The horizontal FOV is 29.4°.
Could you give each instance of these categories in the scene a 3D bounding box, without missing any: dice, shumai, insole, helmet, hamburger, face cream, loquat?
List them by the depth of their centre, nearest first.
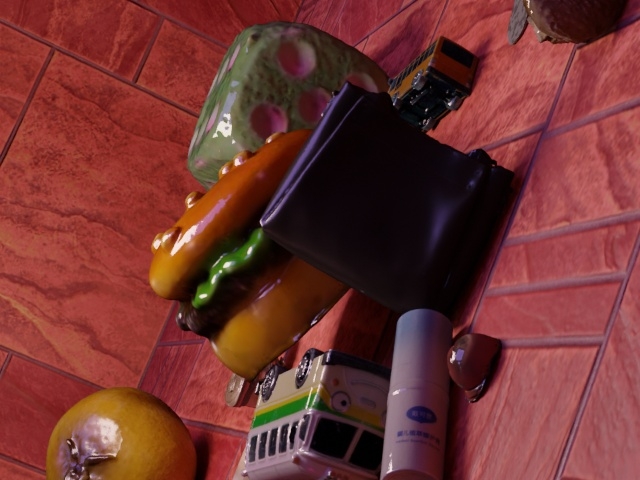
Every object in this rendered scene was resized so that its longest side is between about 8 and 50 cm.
[{"bbox_3d":[0.175,0.146,1.457,0.084,0.049,0.065,-67,15,-9],"label":"helmet"},{"bbox_3d":[0.121,0.200,1.505,0.077,0.077,0.250,-52,20,41],"label":"face cream"},{"bbox_3d":[0.314,-0.308,1.579,0.116,0.145,0.145,130,162,-75],"label":"shumai"},{"bbox_3d":[0.317,-0.378,1.923,0.065,0.006,0.193,-50,20,47],"label":"insole"},{"bbox_3d":[-0.081,0.005,1.923,0.396,0.277,0.396,-43,0,0],"label":"hamburger"},{"bbox_3d":[-0.063,-0.222,2.386,0.318,0.330,0.322,-68,13,-17],"label":"dice"},{"bbox_3d":[-0.401,0.468,2.551,0.359,0.328,0.328,9,-69,-58],"label":"loquat"}]

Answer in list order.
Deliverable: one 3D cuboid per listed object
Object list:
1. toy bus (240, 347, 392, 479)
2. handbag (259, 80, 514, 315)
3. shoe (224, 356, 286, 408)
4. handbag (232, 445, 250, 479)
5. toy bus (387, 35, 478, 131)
[{"bbox_3d":[0.001,0.264,1.705,0.305,0.143,0.179,-34,36,63],"label":"toy bus"},{"bbox_3d":[0.093,-0.050,1.647,0.257,0.285,0.113,-61,-11,7],"label":"handbag"},{"bbox_3d":[-0.103,0.239,2.249,0.089,0.092,0.180,-33,31,58],"label":"shoe"},{"bbox_3d":[-0.082,0.378,1.901,0.095,0.117,0.173,34,105,40],"label":"handbag"},{"bbox_3d":[0.179,-0.257,2.051,0.182,0.091,0.103,-38,28,58],"label":"toy bus"}]
